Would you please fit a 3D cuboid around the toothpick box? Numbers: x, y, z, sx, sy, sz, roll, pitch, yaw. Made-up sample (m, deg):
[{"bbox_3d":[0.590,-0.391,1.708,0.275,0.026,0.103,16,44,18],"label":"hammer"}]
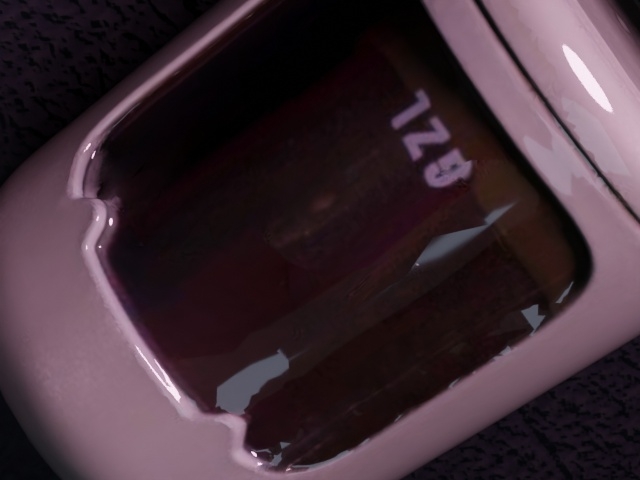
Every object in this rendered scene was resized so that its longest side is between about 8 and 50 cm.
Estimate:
[{"bbox_3d":[0.000,0.000,0.723,0.316,0.229,0.229,-35,123,20],"label":"toothpick box"}]
